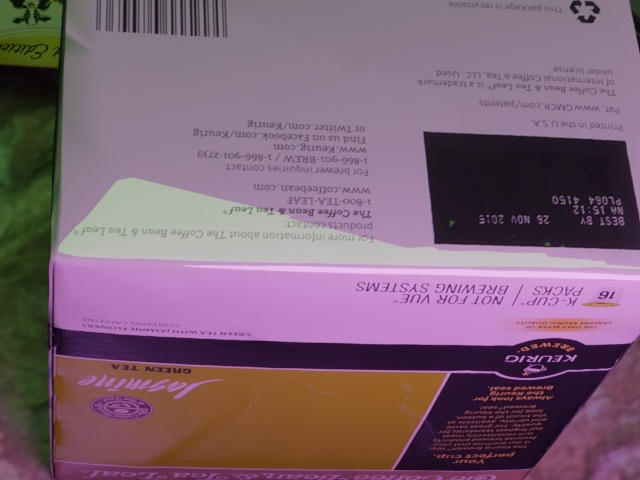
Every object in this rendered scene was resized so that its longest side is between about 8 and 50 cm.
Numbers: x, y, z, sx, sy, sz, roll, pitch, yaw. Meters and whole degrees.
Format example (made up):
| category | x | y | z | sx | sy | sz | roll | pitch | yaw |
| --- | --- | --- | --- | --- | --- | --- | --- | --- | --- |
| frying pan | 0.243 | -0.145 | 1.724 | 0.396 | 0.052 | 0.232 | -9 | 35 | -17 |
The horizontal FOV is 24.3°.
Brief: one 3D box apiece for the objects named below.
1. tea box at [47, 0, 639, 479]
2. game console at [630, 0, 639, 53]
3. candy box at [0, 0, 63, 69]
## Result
| category | x | y | z | sx | sy | sz | roll | pitch | yaw |
| --- | --- | --- | --- | --- | --- | --- | --- | --- | --- |
| tea box | 0.000 | 0.000 | 0.921 | 0.329 | 0.323 | 0.220 | 2 | 60 | -10 |
| game console | 0.285 | -0.172 | 1.199 | 0.361 | 0.044 | 0.213 | 44 | 39 | 15 |
| candy box | -0.194 | -0.244 | 1.106 | 0.159 | 0.071 | 0.233 | 2 | 98 | -9 |
